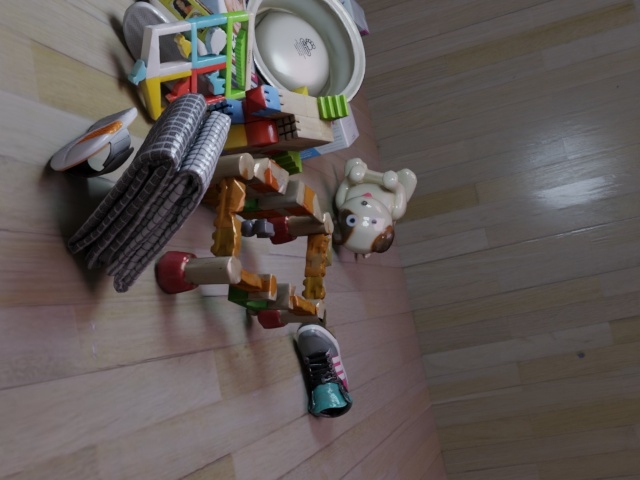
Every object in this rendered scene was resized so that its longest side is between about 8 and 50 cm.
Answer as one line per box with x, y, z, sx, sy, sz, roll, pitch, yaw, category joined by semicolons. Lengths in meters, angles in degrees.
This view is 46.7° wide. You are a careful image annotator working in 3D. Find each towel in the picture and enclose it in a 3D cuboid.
-0.279;-0.088;1.221;0.121;0.284;0.235;35;29;-19;towel

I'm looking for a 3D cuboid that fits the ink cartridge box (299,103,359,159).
-0.019;-0.426;2.415;0.197;0.198;0.270;-56;130;-67;ink cartridge box

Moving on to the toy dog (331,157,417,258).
0.159;-0.094;2.712;0.408;0.284;0.395;-59;170;-69;toy dog

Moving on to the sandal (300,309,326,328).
-0.017;0.250;2.155;0.180;0.072;0.049;-71;166;-68;sandal

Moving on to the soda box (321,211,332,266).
0.000;0.000;2.385;0.058;0.061;0.181;58;25;-49;soda box

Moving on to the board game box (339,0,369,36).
-0.014;-0.698;2.452;0.224;0.303;0.098;-10;87;-73;board game box

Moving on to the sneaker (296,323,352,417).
0.008;0.382;2.038;0.178;0.123;0.296;-96;165;-55;sneaker

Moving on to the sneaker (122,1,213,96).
-0.331;-0.427;1.607;0.292;0.108;0.169;54;16;-50;sneaker

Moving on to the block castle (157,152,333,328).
-0.162;0.009;1.622;0.453;0.212;0.303;32;58;-58;block castle

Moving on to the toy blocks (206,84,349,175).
-0.164;-0.237;1.609;0.261;0.381;0.191;-3;83;-57;toy blocks

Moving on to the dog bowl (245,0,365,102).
-0.075;-0.536;2.117;0.408;0.150;0.408;10;72;-33;dog bowl

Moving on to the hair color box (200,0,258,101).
-0.261;-0.536;1.862;0.185;0.113;0.375;25;53;-68;hair color box

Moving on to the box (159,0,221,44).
-0.301;-0.515;1.609;0.232;0.058;0.087;43;12;5;box

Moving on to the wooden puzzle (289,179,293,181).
-0.083;-0.161;2.334;0.083;0.006;0.049;37;42;-64;wooden puzzle

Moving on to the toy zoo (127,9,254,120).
-0.265;-0.361;1.535;0.293;0.030;0.192;-24;135;-36;toy zoo

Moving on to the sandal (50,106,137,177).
-0.361;-0.159;1.272;0.265;0.102;0.076;-73;143;-63;sandal
